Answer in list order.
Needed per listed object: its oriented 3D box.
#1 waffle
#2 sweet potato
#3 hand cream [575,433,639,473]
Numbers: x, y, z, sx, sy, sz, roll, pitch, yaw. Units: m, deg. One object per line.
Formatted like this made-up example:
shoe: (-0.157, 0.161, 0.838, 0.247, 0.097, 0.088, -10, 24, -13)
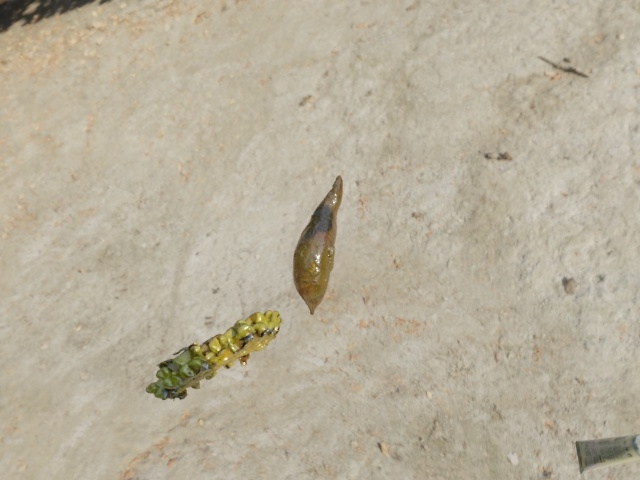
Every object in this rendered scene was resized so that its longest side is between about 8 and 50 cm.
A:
waffle: (-0.161, 0.186, 0.825, 0.229, 0.231, 0.051, -35, 76, 5)
sweet potato: (-0.004, 0.000, 0.776, 0.068, 0.068, 0.226, 7, 79, 26)
hand cream: (0.528, 0.385, 0.925, 0.143, 0.039, 0.061, -45, 31, 50)
